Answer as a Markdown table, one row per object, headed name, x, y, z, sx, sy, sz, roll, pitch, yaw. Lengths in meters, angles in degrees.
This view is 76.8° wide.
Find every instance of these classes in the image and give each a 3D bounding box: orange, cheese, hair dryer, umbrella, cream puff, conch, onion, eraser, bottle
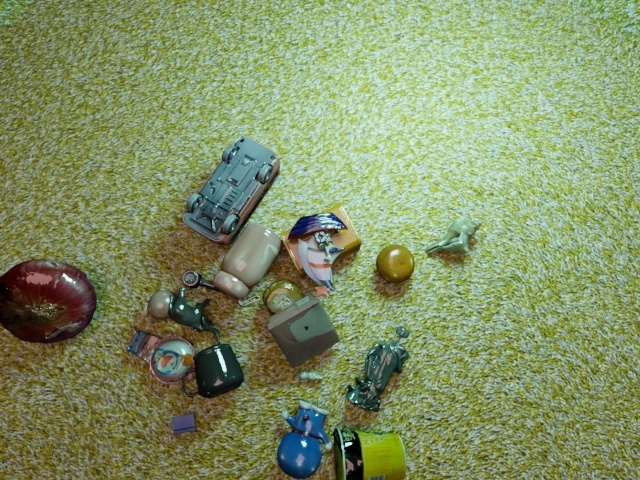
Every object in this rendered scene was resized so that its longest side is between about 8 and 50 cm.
| name | x | y | z | sx | sy | sz | roll | pitch | yaw |
| --- | --- | --- | --- | --- | --- | --- | --- | --- | --- |
| orange | 0.296 | 0.093 | 1.608 | 0.157 | 0.124 | 0.155 | 1 | 87 | -14 |
| cheese | -0.610 | 0.448 | 1.570 | 0.286 | 0.074 | 0.188 | 26 | 78 | 7 |
| hair dryer | -0.422 | 0.180 | 1.608 | 0.256 | 0.128 | 0.069 | 18 | 78 | -6 |
| umbrella | 0.234 | 0.483 | 1.539 | 0.143 | 0.094 | 0.348 | 30 | 86 | -12 |
| cream puff | -0.146 | 0.229 | 1.585 | 0.165 | 0.115 | 0.150 | 33 | 89 | -10 |
| conch | 0.558 | -0.002 | 1.626 | 0.114 | 0.137 | 0.233 | 39 | 90 | -18 |
| onion | -1.039 | 0.215 | 1.552 | 0.349 | 0.285 | 0.346 | -5 | 116 | -10 |
| eraser | -0.519 | 0.698 | 1.540 | 0.085 | 0.027 | 0.063 | -10 | 79 | -2 |
| bottle | -0.274 | 0.098 | 1.569 | 0.207 | 0.173 | 0.296 | 35 | 69 | -7 |

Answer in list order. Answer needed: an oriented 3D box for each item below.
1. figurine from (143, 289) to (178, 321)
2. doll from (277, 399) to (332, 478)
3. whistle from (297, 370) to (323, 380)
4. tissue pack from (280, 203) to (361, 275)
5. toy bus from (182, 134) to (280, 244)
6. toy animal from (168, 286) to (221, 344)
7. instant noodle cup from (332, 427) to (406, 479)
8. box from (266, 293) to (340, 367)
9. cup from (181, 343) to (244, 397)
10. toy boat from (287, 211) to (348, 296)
| name | x | y | z | sx | sy | sz | roll | pitch | yaw |
| --- | --- | --- | --- | --- | --- | --- | --- | --- | --- |
| figurine | -0.616 | 0.257 | 1.593 | 0.138 | 0.125 | 0.125 | 1 | 78 | -12 |
| doll | -0.063 | 0.724 | 1.478 | 0.216 | 0.161 | 0.256 | 15 | 62 | 17 |
| whistle | -0.039 | 0.525 | 1.566 | 0.101 | 0.035 | 0.035 | 7 | 78 | 1 |
| tissue pack | 0.000 | 0.000 | 1.622 | 0.275 | 0.145 | 0.194 | -27 | 77 | -6 |
| toy bus | -0.346 | -0.187 | 1.625 | 0.203 | 0.233 | 0.426 | 30 | 78 | 7 |
| toy animal | -0.477 | 0.289 | 1.571 | 0.270 | 0.082 | 0.137 | 41 | 38 | -28 |
| instant noodle cup | 0.171 | 0.776 | 1.435 | 0.237 | 0.215 | 0.215 | 0 | 78 | -6 |
| box | -0.065 | 0.341 | 1.532 | 0.215 | 0.086 | 0.215 | -29 | 114 | -4 |
| cup | -0.409 | 0.491 | 1.505 | 0.223 | 0.169 | 0.176 | -16 | 73 | -17 |
| toy boat | -0.023 | 0.041 | 1.519 | 0.220 | 0.072 | 0.317 | 15 | 88 | 1 |
